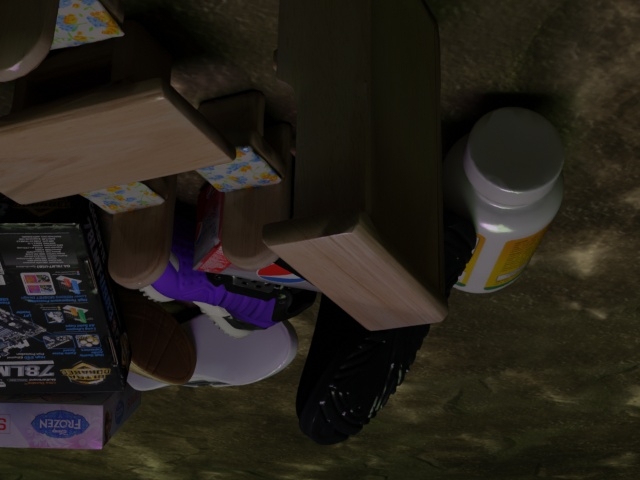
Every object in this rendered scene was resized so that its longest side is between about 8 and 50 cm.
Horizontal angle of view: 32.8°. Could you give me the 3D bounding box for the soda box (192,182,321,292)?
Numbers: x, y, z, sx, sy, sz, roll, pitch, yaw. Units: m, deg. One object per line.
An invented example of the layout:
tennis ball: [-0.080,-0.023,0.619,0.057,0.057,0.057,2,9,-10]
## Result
soda box: [0.000,0.000,1.170,0.263,0.092,0.083,12,156,-23]

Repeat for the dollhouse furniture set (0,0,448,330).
dollhouse furniture set: [-0.115,-0.059,0.849,0.394,0.257,0.362,-10,153,23]

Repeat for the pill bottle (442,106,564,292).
pill bottle: [0.167,-0.038,1.047,0.117,0.118,0.208,2,156,-1]

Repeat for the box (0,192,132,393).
box: [-0.386,0.064,1.250,0.295,0.073,0.293,-1,136,3]

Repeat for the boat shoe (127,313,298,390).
boat shoe: [-0.138,0.156,1.512,0.301,0.108,0.102,-17,167,35]

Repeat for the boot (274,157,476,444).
boot: [0.003,0.043,1.017,0.207,0.247,0.094,27,171,38]

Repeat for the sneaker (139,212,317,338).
sneaker: [-0.096,0.025,1.241,0.146,0.102,0.293,-14,157,22]

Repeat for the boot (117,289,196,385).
boot: [-0.317,0.134,1.460,0.262,0.095,0.203,30,144,-28]

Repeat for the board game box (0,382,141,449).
board game box: [-0.446,0.239,1.603,0.317,0.066,0.319,1,-178,1]
